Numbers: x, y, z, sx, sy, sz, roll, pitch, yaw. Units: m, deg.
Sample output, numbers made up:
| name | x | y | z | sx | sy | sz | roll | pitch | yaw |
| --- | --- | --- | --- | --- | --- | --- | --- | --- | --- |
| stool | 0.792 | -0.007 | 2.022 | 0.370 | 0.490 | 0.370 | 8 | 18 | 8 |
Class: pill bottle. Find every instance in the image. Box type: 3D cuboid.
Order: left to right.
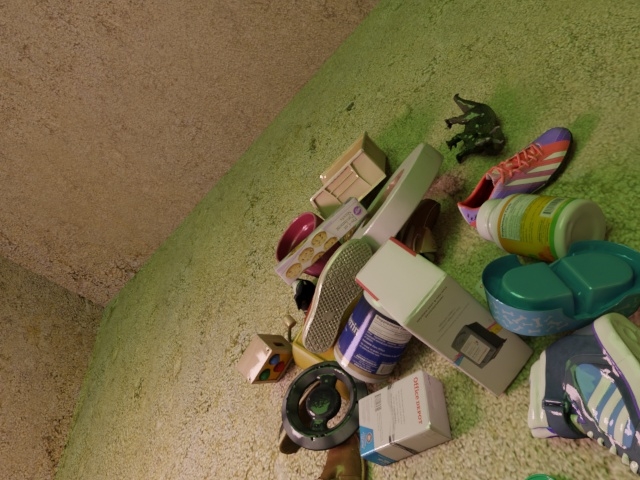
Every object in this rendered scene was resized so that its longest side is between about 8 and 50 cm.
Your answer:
| name | x | y | z | sx | sy | sz | roll | pitch | yaw |
| --- | --- | --- | --- | --- | --- | --- | --- | --- | --- |
| pill bottle | 0.151 | 0.195 | 1.289 | 0.264 | 0.153 | 0.153 | -64 | 25 | 18 |
| pill bottle | 0.457 | -0.030 | 1.148 | 0.136 | 0.136 | 0.246 | -59 | 28 | -7 |

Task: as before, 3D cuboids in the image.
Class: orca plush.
| name | x | y | z | sx | sy | sz | roll | pitch | yaw |
| --- | --- | --- | --- | --- | --- | --- | --- | --- | --- |
| orca plush | -0.032 | 0.151 | 1.685 | 0.102 | 0.287 | 0.151 | -23 | 76 | -1 |

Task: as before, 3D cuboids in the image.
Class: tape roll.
| name | x | y | z | sx | sy | sz | roll | pitch | yaw |
| --- | --- | --- | --- | --- | --- | --- | --- | --- | --- |
| tape roll | 0.203 | -0.102 | 1.523 | 0.392 | 0.072 | 0.392 | -54 | 2 | 3 |

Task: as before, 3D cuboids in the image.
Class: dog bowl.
| name | x | y | z | sx | sy | sz | roll | pitch | yaw |
| --- | --- | --- | --- | --- | --- | --- | --- | --- | --- |
| dog bowl | 0.437 | 0.086 | 0.960 | 0.297 | 0.074 | 0.166 | -11 | 32 | -4 |

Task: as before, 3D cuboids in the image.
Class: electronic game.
| name | x | y | z | sx | sy | sz | roll | pitch | yaw |
| --- | --- | --- | --- | --- | --- | --- | --- | --- | --- |
| electronic game | 0.009 | 0.401 | 1.322 | 0.229 | 0.048 | 0.229 | -16 | 45 | 16 |

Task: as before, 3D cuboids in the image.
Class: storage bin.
| name | x | y | z | sx | sy | sz | roll | pitch | yaw |
| --- | --- | --- | --- | --- | --- | --- | --- | --- | --- |
| storage bin | 0.097 | -0.216 | 1.840 | 0.260 | 0.123 | 0.262 | -42 | 13 | 21 |

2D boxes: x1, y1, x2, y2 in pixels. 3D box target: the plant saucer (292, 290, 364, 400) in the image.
| name | x | y | z | sx | sy | sz | roll | pitch | yaw |
| --- | --- | --- | --- | --- | --- | --- | --- | --- | --- |
| plant saucer | 0.055 | 0.241 | 1.532 | 0.332 | 0.081 | 0.333 | -59 | 28 | -10 |

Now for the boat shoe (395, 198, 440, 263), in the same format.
| name | x | y | z | sx | sy | sz | roll | pitch | yaw |
| --- | --- | --- | --- | --- | --- | --- | --- | --- | --- |
| boat shoe | 0.253 | 0.032 | 1.437 | 0.120 | 0.122 | 0.324 | 21 | 63 | 27 |

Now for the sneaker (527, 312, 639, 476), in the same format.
| name | x | y | z | sx | sy | sz | roll | pitch | yaw |
| --- | --- | --- | --- | --- | --- | --- | --- | --- | --- |
| sneaker | 0.451 | 0.298 | 0.845 | 0.236 | 0.130 | 0.322 | -53 | 35 | 37 |

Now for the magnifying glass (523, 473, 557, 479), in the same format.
| name | x | y | z | sx | sy | sz | roll | pitch | yaw |
| --- | --- | --- | --- | --- | --- | --- | --- | --- | --- |
| magnifying glass | 0.330 | 0.496 | 0.894 | 0.231 | 0.026 | 0.092 | -54 | 28 | -2 |

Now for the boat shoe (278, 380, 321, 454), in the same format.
| name | x | y | z | sx | sy | sz | roll | pitch | yaw |
| --- | --- | --- | --- | --- | --- | --- | --- | --- | --- |
| boat shoe | -0.054 | 0.465 | 1.452 | 0.223 | 0.080 | 0.073 | -61 | 29 | 3 |

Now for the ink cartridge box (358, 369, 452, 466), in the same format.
| name | x | y | z | sx | sy | sz | roll | pitch | yaw |
| --- | --- | --- | --- | --- | --- | --- | --- | --- | --- |
| ink cartridge box | 0.179 | 0.390 | 1.176 | 0.191 | 0.082 | 0.139 | -35 | 34 | 30 |

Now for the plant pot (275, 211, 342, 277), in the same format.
| name | x | y | z | sx | sy | sz | roll | pitch | yaw |
| --- | --- | --- | --- | --- | --- | --- | --- | --- | --- |
| plant pot | -0.018 | 0.035 | 1.759 | 0.201 | 0.180 | 0.201 | -37 | 33 | 29 |

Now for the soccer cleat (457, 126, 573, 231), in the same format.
| name | x | y | z | sx | sy | sz | roll | pitch | yaw |
| --- | --- | --- | --- | --- | --- | --- | --- | --- | --- |
| soccer cleat | 0.468 | -0.158 | 1.290 | 0.318 | 0.116 | 0.108 | -49 | 29 | 11 |

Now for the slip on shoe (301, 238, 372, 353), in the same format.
| name | x | y | z | sx | sy | sz | roll | pitch | yaw |
| --- | --- | --- | --- | --- | --- | --- | --- | --- | --- |
| slip on shoe | 0.036 | 0.139 | 1.422 | 0.101 | 0.123 | 0.331 | -108 | 39 | -68 |

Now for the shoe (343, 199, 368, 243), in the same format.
| name | x | y | z | sx | sy | sz | roll | pitch | yaw |
| --- | --- | --- | --- | --- | --- | --- | --- | --- | --- |
| shoe | 0.113 | -0.060 | 1.785 | 0.081 | 0.063 | 0.178 | -31 | 40 | 32 |

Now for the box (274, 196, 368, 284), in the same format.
| name | x | y | z | sx | sy | sz | roll | pitch | yaw |
| --- | --- | --- | --- | --- | --- | --- | --- | --- | --- |
| box | 0.000 | 0.000 | 1.602 | 0.324 | 0.067 | 0.063 | -42 | 11 | -4 |

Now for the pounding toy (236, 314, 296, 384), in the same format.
| name | x | y | z | sx | sy | sz | roll | pitch | yaw |
| --- | --- | --- | --- | --- | --- | --- | --- | --- | --- |
| pounding toy | -0.124 | 0.337 | 1.656 | 0.094 | 0.181 | 0.206 | 39 | 102 | 34 |

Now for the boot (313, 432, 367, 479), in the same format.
| name | x | y | z | sx | sy | sz | roll | pitch | yaw |
| --- | --- | --- | --- | --- | --- | --- | --- | --- | --- |
| boot | 0.024 | 0.556 | 1.202 | 0.112 | 0.115 | 0.305 | -35 | 31 | 40 |

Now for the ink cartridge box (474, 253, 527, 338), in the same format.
| name | x | y | z | sx | sy | sz | roll | pitch | yaw |
| --- | --- | --- | --- | --- | --- | --- | --- | --- | --- |
| ink cartridge box | 0.413 | 0.115 | 1.135 | 0.109 | 0.063 | 0.150 | -48 | 28 | 12 |

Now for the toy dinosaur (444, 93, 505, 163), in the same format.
| name | x | y | z | sx | sy | sz | roll | pitch | yaw |
| --- | --- | --- | --- | --- | --- | --- | --- | --- | --- |
| toy dinosaur | 0.445 | -0.320 | 1.540 | 0.160 | 0.121 | 0.313 | -21 | 37 | 28 |

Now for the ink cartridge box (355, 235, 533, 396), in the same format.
| name | x | y | z | sx | sy | sz | roll | pitch | yaw |
| --- | --- | --- | --- | --- | --- | --- | --- | --- | --- |
| ink cartridge box | 0.247 | 0.151 | 1.092 | 0.131 | 0.306 | 0.226 | -52 | 28 | 2 |
